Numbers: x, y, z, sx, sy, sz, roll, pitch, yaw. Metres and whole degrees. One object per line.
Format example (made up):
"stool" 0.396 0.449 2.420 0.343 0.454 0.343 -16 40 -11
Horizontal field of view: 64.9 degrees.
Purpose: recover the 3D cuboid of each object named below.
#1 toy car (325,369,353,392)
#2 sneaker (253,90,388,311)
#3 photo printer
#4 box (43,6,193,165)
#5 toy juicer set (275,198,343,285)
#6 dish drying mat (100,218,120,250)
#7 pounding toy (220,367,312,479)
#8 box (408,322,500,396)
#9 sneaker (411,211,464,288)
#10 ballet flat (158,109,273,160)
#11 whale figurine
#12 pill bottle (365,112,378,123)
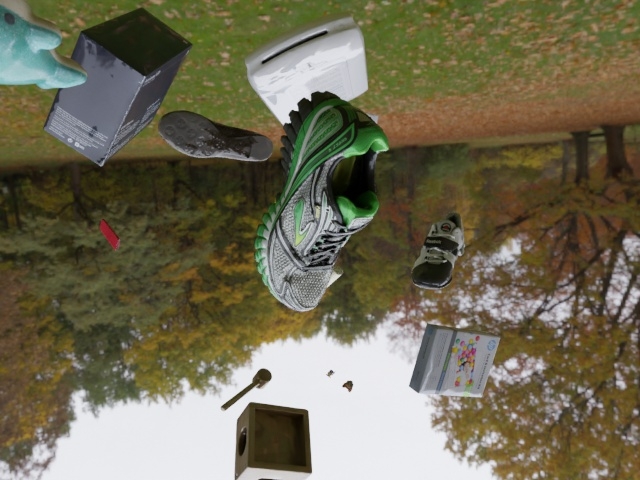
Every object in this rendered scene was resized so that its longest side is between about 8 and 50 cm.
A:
"toy car" 0.076 0.521 1.892 0.122 0.040 0.060 33 167 20
"sneaker" -0.001 -0.031 0.740 0.134 0.343 0.146 -13 -142 -37
"photo printer" -0.022 -0.375 1.117 0.256 0.107 0.307 -22 175 7
"box" -0.552 -0.435 1.401 0.179 0.312 0.343 35 -148 -14
"toy juicer set" 0.000 0.000 1.388 0.090 0.328 0.209 -17 180 -41
"dish drying mat" -0.473 -0.014 1.133 0.083 0.032 0.008 41 -152 30
"pounding toy" -0.122 0.366 1.000 0.181 0.094 0.206 15 -138 -20
"box" 0.290 0.261 1.085 0.186 0.145 0.038 13 -174 -29
"sneaker" 0.352 0.019 1.501 0.123 0.146 0.330 9 -148 23
"ballet flat" -0.211 -0.208 1.021 0.250 0.084 0.058 3 -162 -39
"whale figurine" -0.505 -0.296 0.798 0.217 0.141 0.272 2 169 15
"pill bottle" 0.120 -0.307 1.622 0.118 0.208 0.117 12 -166 -3
